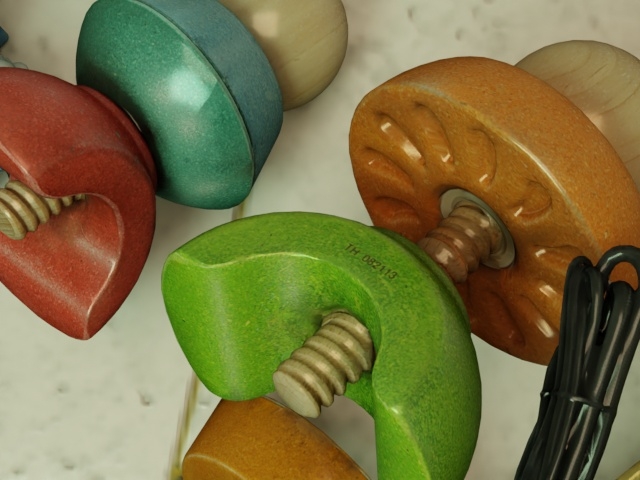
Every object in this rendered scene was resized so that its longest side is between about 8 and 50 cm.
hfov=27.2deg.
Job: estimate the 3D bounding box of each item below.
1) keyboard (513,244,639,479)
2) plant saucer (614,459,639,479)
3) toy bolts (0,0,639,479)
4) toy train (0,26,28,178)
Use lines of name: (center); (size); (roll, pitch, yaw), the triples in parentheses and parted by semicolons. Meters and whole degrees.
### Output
keyboard: (0.106, 0.094, 0.366); (0.201, 0.033, 0.317); (26, 83, -34)
plant saucer: (0.159, 0.239, 0.449); (0.333, 0.081, 0.333); (-36, 85, -1)
toy bolts: (0.000, 0.000, 0.462); (0.228, 0.218, 0.158); (36, 60, 26)
toy train: (-0.184, -0.025, 0.494); (0.184, 0.080, 0.105); (-45, 93, -4)
